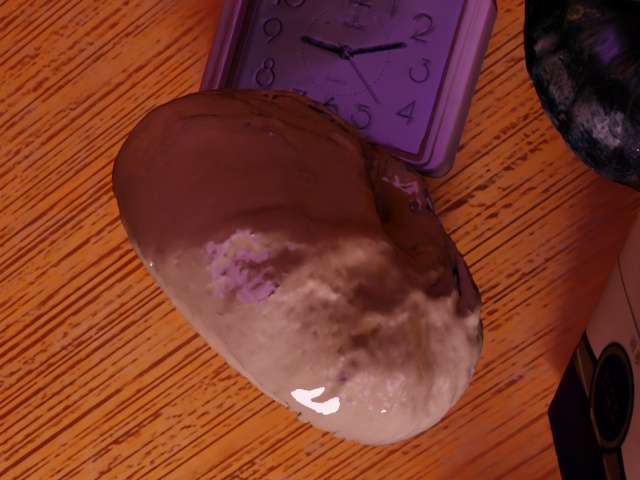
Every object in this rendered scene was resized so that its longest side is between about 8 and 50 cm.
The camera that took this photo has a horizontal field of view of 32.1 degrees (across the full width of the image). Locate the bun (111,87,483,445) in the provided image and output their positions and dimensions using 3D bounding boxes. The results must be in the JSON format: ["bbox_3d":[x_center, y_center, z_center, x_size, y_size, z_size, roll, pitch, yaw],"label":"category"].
[{"bbox_3d":[0.000,0.000,0.740,0.287,0.287,0.146,45,105,9],"label":"bun"}]

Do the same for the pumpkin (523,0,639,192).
[{"bbox_3d":[0.251,-0.144,0.741,0.233,0.163,0.233,-2,84,22],"label":"pumpkin"}]

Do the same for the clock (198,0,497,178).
[{"bbox_3d":[0.020,-0.140,0.844,0.197,0.063,0.150,17,94,12],"label":"clock"}]

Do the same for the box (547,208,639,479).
[{"bbox_3d":[0.219,0.088,0.691,0.071,0.168,0.259,7,131,-8],"label":"box"}]
